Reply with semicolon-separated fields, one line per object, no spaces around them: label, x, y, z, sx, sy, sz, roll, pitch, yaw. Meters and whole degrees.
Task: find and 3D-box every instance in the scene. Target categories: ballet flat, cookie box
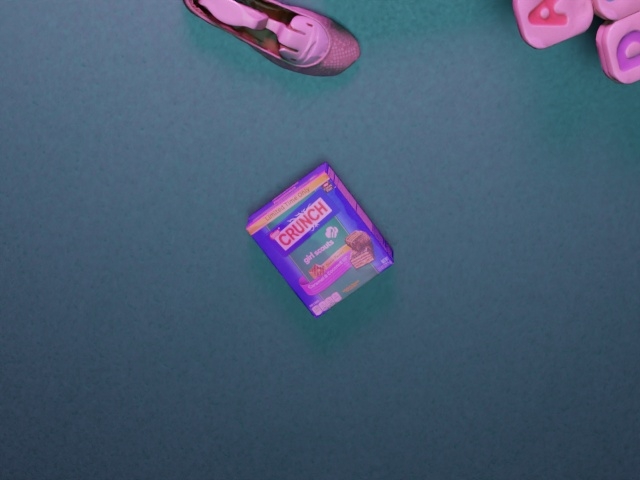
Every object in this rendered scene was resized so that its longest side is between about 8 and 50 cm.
ballet flat;-0.045;-0.183;1.381;0.168;0.052;0.057;21;104;-7
cookie box;0.000;0.000;1.439;0.092;0.040;0.107;-36;102;9

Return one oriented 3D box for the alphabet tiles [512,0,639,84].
alphabet tiles;0.268;-0.282;1.315;0.278;0.021;0.284;-23;110;-19
